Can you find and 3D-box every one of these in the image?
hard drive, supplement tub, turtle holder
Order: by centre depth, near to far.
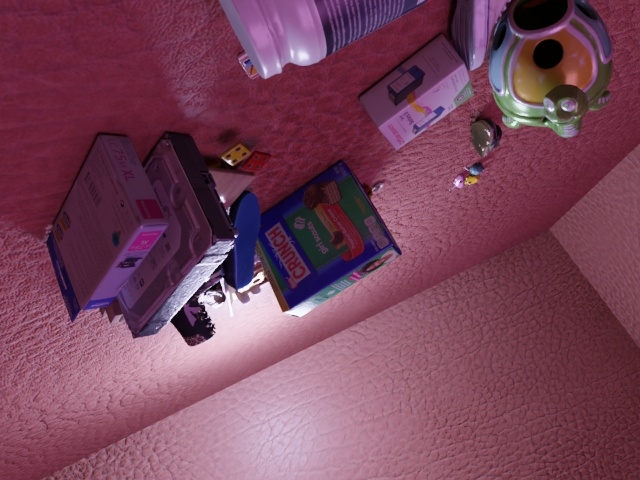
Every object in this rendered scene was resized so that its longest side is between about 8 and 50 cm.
[{"bbox_3d":[0.010,-0.340,0.623,0.272,0.191,0.191,-29,159,-2],"label":"supplement tub"},{"bbox_3d":[-0.300,0.001,0.944,0.064,0.237,0.339,-3,148,-50],"label":"hard drive"},{"bbox_3d":[0.452,-0.356,1.032,0.320,0.243,0.227,-62,142,-17],"label":"turtle holder"}]

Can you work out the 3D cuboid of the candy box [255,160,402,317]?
[{"bbox_3d":[0.000,0.000,1.282,0.317,0.268,0.122,-34,155,12],"label":"candy box"}]

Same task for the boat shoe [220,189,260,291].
[{"bbox_3d":[-0.210,0.000,1.201,0.109,0.089,0.259,-19,127,-53],"label":"boat shoe"}]

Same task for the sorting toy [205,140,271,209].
[{"bbox_3d":[-0.221,-0.118,1.039,0.132,0.046,0.274,-1,146,-51],"label":"sorting toy"}]

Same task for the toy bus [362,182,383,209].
[{"bbox_3d":[0.095,-0.080,1.452,0.202,0.104,0.191,-38,158,22],"label":"toy bus"}]

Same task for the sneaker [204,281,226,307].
[{"bbox_3d":[-0.315,0.152,1.505,0.071,0.066,0.188,-31,159,7],"label":"sneaker"}]

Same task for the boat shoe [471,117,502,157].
[{"bbox_3d":[0.491,-0.312,1.478,0.073,0.080,0.223,-37,164,5],"label":"boat shoe"}]

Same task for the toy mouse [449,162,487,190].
[{"bbox_3d":[0.521,-0.224,1.768,0.161,0.031,0.143,-33,159,10],"label":"toy mouse"}]

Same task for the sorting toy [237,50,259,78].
[{"bbox_3d":[-0.090,-0.303,0.831,0.083,0.012,0.062,-30,159,4],"label":"sorting toy"}]

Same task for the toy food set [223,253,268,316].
[{"bbox_3d":[-0.146,0.111,1.516,0.306,0.092,0.220,-29,158,-18],"label":"toy food set"}]

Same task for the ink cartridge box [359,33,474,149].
[{"bbox_3d":[0.209,-0.310,1.089,0.212,0.093,0.154,-33,159,15],"label":"ink cartridge box"}]

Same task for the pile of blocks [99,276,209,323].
[{"bbox_3d":[-0.387,0.116,1.270,0.362,0.113,0.149,-32,159,8],"label":"pile of blocks"}]

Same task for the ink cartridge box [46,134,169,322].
[{"bbox_3d":[-0.384,-0.010,0.880,0.065,0.186,0.311,-5,149,-51],"label":"ink cartridge box"}]

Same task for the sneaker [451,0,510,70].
[{"bbox_3d":[0.303,-0.424,0.925,0.091,0.094,0.258,-26,153,-2],"label":"sneaker"}]

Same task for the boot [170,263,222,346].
[{"bbox_3d":[-0.327,0.179,1.393,0.236,0.179,0.085,-28,-159,11],"label":"boot"}]
